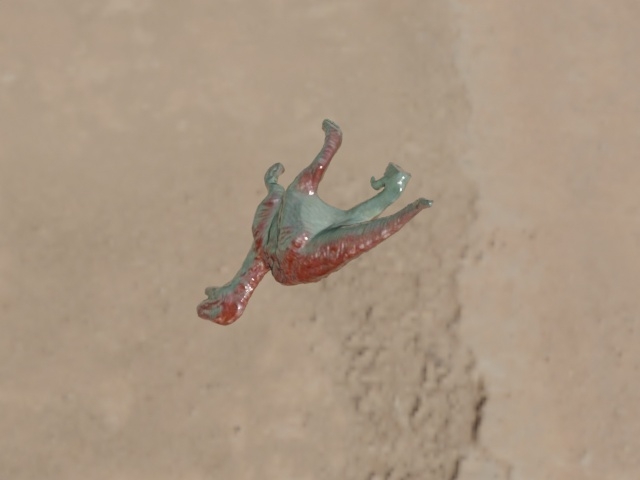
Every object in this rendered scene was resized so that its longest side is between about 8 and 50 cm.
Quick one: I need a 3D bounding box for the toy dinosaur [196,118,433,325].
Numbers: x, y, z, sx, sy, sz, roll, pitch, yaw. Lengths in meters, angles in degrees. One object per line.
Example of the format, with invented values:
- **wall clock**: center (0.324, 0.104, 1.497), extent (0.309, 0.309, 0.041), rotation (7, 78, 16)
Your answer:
- **toy dinosaur**: center (0.000, 0.000, 1.131), extent (0.242, 0.053, 0.167), rotation (17, 79, 58)
